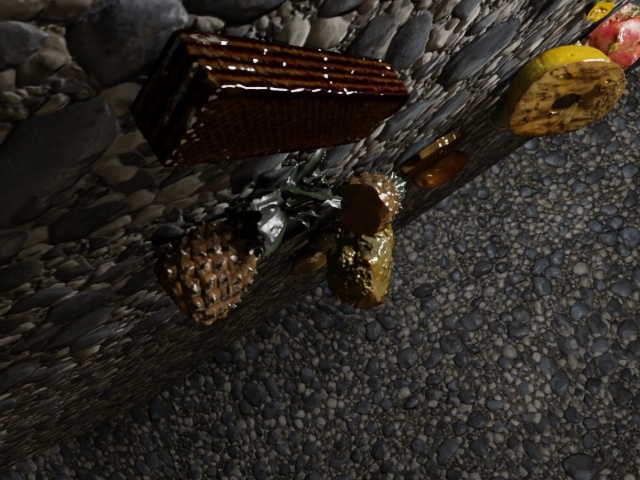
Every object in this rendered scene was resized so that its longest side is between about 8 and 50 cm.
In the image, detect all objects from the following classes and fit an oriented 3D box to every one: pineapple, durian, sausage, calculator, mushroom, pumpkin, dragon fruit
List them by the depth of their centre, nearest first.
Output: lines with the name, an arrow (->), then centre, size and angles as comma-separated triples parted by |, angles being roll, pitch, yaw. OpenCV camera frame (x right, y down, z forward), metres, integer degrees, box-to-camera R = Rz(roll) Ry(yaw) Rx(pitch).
pineapple -> -0.107, -0.021, 0.799 | 0.364, 0.165, 0.165 | -42, 172, -8
pumpkin -> 0.623, -0.524, 1.054 | 0.083, 0.028, 0.050 | -15, 159, -40
calculator -> -0.065, -0.043, 1.152 | 0.161, 0.021, 0.261 | -32, 171, -17
pineapple -> 0.149, -0.117, 1.194 | 0.158, 0.158, 0.279 | -40, 179, 34
dragon fruit -> 0.773, -0.522, 1.257 | 0.211, 0.147, 0.282 | -48, 178, -6
mushroom -> 0.578, -0.404, 1.348 | 0.223, 0.081, 0.092 | -49, -153, 46
durian -> 0.000, 0.000, 1.412 | 0.091, 0.080, 0.080 | -39, 171, -8
sausage -> 0.393, -0.234, 1.540 | 0.238, 0.098, 0.098 | -29, 169, -31

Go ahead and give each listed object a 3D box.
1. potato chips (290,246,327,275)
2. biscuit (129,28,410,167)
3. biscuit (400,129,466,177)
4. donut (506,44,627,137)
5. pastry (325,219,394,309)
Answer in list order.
potato chips -> -0.030, 0.055, 1.641 | 0.208, 0.061, 0.195 | -29, 164, -20
biscuit -> -0.023, -0.160, 0.544 | 0.107, 0.073, 0.388 | -39, 169, 36
biscuit -> 0.319, -0.250, 1.376 | 0.215, 0.034, 0.182 | -29, 169, -19
donut -> 0.612, -0.380, 1.204 | 0.278, 0.108, 0.277 | -4, 148, -3
pastry -> 0.111, 0.053, 1.445 | 0.162, 0.310, 0.255 | 14, 161, -31
